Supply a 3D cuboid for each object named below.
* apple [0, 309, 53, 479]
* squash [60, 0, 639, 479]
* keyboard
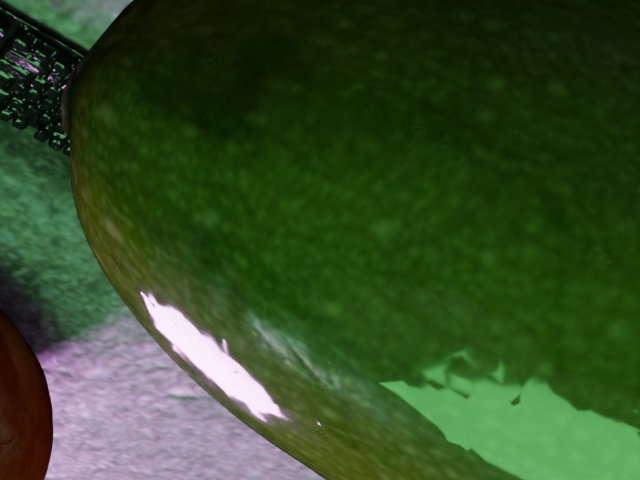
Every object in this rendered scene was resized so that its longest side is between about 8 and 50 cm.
[{"bbox_3d":[-0.322,0.128,1.018,0.251,0.206,0.272,-28,129,35],"label":"apple"},{"bbox_3d":[0.042,-0.037,0.691,0.309,0.310,0.310,33,140,-7],"label":"squash"},{"bbox_3d":[-0.154,-0.085,0.845,0.231,0.023,0.072,30,137,-26],"label":"keyboard"}]
